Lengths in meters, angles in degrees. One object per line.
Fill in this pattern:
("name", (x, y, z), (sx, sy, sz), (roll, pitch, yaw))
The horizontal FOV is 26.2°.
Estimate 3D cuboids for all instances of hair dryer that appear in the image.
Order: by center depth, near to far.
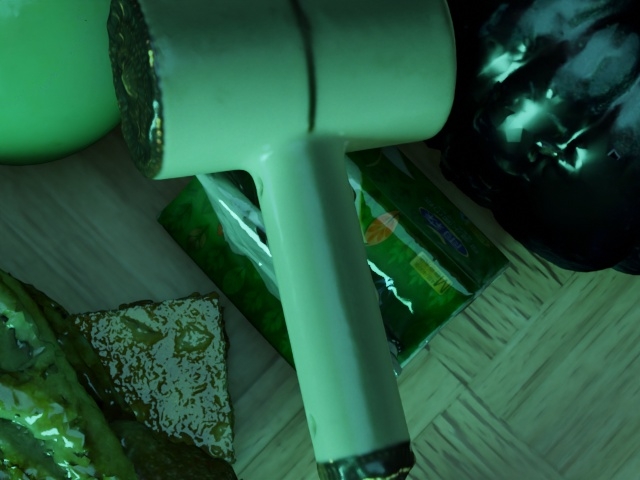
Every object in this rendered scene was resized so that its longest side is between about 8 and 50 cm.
("hair dryer", (0.000, 0.000, 0.856), (0.203, 0.128, 0.362), (-10, 79, -19))

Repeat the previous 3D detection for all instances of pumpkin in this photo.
("pumpkin", (0.230, -0.151, 0.986), (0.363, 0.266, 0.363), (1, 83, -5))

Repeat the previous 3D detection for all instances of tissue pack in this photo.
("tissue pack", (-0.001, 0.006, 0.979), (0.209, 0.156, 0.148), (46, 116, 5))

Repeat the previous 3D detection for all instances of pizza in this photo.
("pizza", (-0.115, 0.099, 1.029), (0.134, 0.046, 0.175), (-42, 84, -7))

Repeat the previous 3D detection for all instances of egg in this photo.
("egg", (-0.218, -0.187, 0.989), (0.220, 0.220, 0.270), (0, 79, -3))

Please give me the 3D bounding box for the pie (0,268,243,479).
("pie", (-0.311, 0.206, 0.930), (0.395, 0.180, 0.418), (43, 91, 8))
